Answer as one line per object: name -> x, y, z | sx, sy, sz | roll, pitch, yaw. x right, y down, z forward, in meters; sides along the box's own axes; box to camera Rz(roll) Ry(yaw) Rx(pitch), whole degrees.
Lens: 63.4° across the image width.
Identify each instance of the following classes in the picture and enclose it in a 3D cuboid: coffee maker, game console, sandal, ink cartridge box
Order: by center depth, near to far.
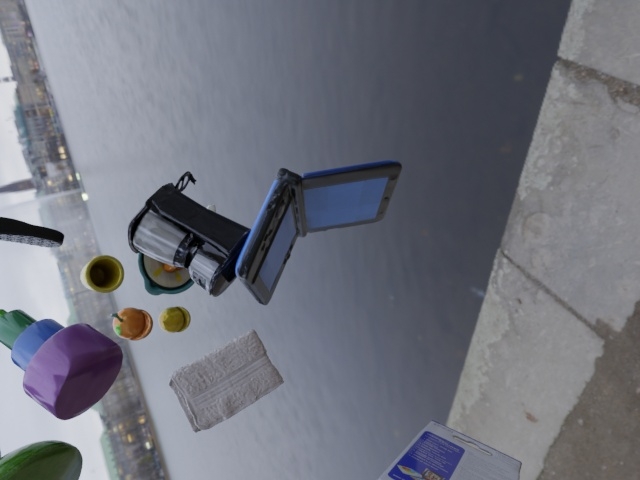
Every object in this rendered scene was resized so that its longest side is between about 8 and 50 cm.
sandal -> -0.342, -0.027, 0.497 | 0.067, 0.179, 0.040 | -11, 72, 50
ink cartridge box -> 0.201, 0.384, 0.796 | 0.176, 0.371, 0.069 | 20, 97, 25
game console -> 0.000, 0.000, 0.873 | 0.293, 0.173, 0.250 | 86, -155, -74
coffee maker -> -0.203, -0.016, 0.876 | 0.178, 0.171, 0.120 | 28, 170, 9

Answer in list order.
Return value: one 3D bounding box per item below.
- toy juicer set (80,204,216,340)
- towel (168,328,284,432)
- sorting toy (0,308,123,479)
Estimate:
toy juicer set -> -0.286, 0.073, 1.040 | 0.090, 0.329, 0.209 | -11, 106, 47
towel -> -0.265, 0.392, 1.455 | 0.187, 0.282, 0.049 | 60, 160, 5
sorting toy -> -0.295, 0.212, 0.415 | 0.126, 0.365, 0.127 | 28, -177, 16
